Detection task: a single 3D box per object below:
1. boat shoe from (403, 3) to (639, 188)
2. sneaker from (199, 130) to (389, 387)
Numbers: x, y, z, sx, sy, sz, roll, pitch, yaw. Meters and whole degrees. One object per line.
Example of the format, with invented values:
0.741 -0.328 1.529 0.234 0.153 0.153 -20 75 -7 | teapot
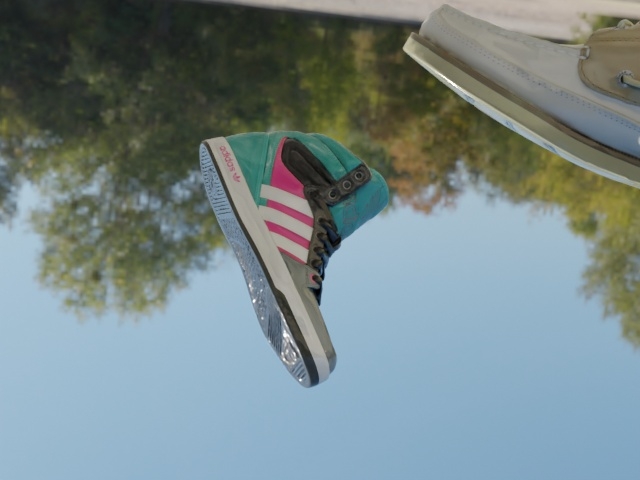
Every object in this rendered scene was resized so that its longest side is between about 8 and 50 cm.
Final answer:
0.201 -0.087 0.695 0.302 0.103 0.113 30 -171 13 | boat shoe
0.000 0.000 1.176 0.178 0.295 0.124 -18 160 -17 | sneaker
